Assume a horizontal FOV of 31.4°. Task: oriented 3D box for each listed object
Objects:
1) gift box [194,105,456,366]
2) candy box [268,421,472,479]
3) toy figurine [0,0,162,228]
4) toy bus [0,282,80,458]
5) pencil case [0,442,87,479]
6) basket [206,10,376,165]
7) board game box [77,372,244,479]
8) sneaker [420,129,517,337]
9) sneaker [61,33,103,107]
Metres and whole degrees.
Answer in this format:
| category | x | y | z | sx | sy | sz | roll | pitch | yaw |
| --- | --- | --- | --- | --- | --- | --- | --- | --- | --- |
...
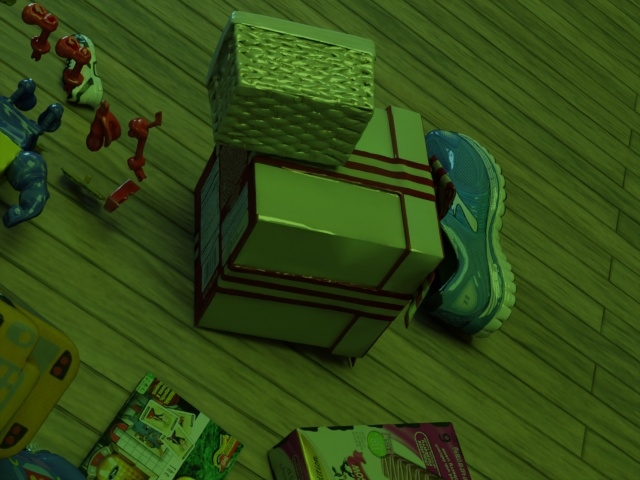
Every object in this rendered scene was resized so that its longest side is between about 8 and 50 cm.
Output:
| category | x | y | z | sx | sy | sz | roll | pitch | yaw |
| --- | --- | --- | --- | --- | --- | --- | --- | --- | --- |
| gift box | 0.000 | 0.000 | 1.354 | 0.258 | 0.255 | 0.276 | 10 | 55 | -20 |
| candy box | 0.070 | 0.293 | 1.294 | 0.233 | 0.071 | 0.159 | 3 | 56 | -35 |
| toy figurine | -0.378 | -0.136 | 1.214 | 0.362 | 0.191 | 0.217 | 42 | 47 | -1 |
| toy bus | -0.290 | 0.072 | 0.877 | 0.130 | 0.333 | 0.108 | 40 | 79 | -33 |
| pencil case | -0.309 | 0.199 | 0.924 | 0.306 | 0.119 | 0.133 | 41 | 37 | -52 |
| basket | -0.030 | -0.159 | 1.220 | 0.167 | 0.113 | 0.103 | 8 | 52 | -18 |
| board game box | -0.187 | 0.263 | 1.152 | 0.136 | 0.030 | 0.259 | 40 | 42 | -8 |
| sneaker | 0.175 | -0.029 | 1.590 | 0.147 | 0.130 | 0.330 | 18 | 48 | -30 |
| sneaker | -0.306 | -0.218 | 1.434 | 0.044 | 0.040 | 0.109 | 1 | 57 | -35 |
